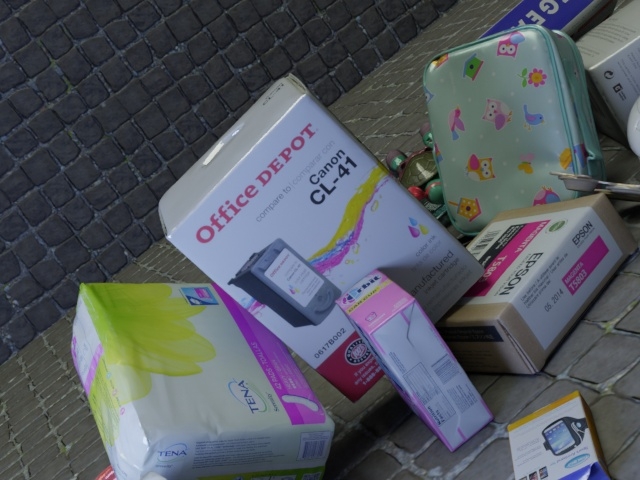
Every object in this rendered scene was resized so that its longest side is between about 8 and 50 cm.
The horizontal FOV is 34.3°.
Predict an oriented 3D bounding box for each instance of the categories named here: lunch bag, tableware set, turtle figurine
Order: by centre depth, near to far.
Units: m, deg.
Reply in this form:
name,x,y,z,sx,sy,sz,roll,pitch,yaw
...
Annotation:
name,x,y,z,sx,sy,sz,roll,pitch,yaw
tableware set,0.371,-0.062,1.254,0.169,0.020,0.141,7,1,-40
lunch bag,0.271,-0.144,1.428,0.224,0.279,0.108,-14,-6,34
turtle figurine,0.171,-0.091,1.574,0.175,0.118,0.234,-23,32,6

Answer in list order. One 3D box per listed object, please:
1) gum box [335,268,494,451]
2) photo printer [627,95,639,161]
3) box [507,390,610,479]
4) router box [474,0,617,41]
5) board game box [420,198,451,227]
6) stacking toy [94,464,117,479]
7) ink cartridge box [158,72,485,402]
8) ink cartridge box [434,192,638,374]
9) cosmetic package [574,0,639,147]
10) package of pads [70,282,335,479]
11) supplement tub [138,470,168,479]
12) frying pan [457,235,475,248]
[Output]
name,x,y,z,sx,sy,sz,roll,pitch,yaw
gum box,0.104,0.132,1.123,0.062,0.188,0.107,-37,23,-6
photo printer,0.527,-0.180,1.270,0.307,0.107,0.256,-32,12,12
box,0.220,0.201,0.965,0.081,0.028,0.136,-31,19,17
router box,0.341,-0.277,1.704,0.335,0.082,0.301,-41,-21,-21
board game box,0.155,-0.018,1.737,0.186,0.026,0.126,-38,17,-8
stacking toy,-0.118,0.328,1.251,0.309,0.130,0.279,-40,42,-4
ink cartridge box,0.000,0.000,1.185,0.226,0.306,0.131,-46,23,4
ink cartridge box,0.235,0.053,1.251,0.235,0.088,0.193,-44,16,-29
cosmetic package,0.550,-0.306,1.509,0.365,0.155,0.197,-33,15,8
package of pads,-0.146,0.157,1.165,0.229,0.101,0.296,1,30,-29
supplement tub,-0.204,0.391,0.902,0.331,0.241,0.241,-42,17,-22
frying pan,0.112,0.056,1.569,0.326,0.053,0.197,-14,36,43
